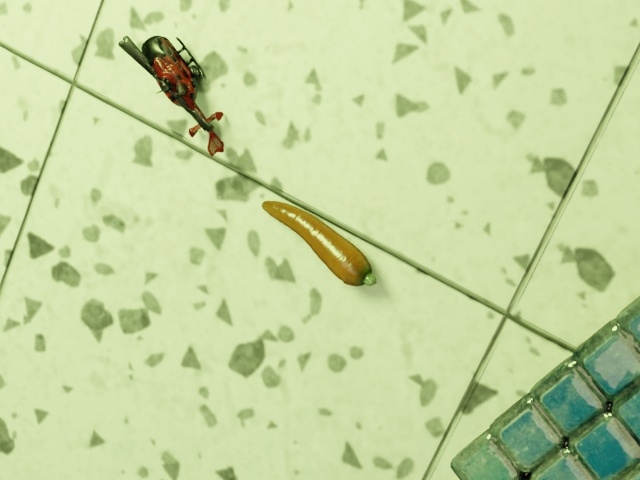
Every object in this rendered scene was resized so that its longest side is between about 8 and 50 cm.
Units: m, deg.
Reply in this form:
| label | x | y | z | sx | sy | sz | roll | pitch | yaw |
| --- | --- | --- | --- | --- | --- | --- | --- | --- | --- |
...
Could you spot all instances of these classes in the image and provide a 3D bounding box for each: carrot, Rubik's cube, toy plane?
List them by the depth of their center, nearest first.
| label | x | y | z | sx | sy | sz | roll | pitch | yaw |
| --- | --- | --- | --- | --- | --- | --- | --- | --- | --- |
| Rubik's cube | 0.288 | 0.180 | 1.033 | 0.237 | 0.238 | 0.237 | -44 | 75 | 25 |
| carrot | 0.000 | 0.000 | 1.238 | 0.142 | 0.035 | 0.035 | 40 | 111 | 18 |
| toy plane | -0.135 | -0.146 | 1.250 | 0.037 | 0.060 | 0.145 | -30 | 103 | 23 |
